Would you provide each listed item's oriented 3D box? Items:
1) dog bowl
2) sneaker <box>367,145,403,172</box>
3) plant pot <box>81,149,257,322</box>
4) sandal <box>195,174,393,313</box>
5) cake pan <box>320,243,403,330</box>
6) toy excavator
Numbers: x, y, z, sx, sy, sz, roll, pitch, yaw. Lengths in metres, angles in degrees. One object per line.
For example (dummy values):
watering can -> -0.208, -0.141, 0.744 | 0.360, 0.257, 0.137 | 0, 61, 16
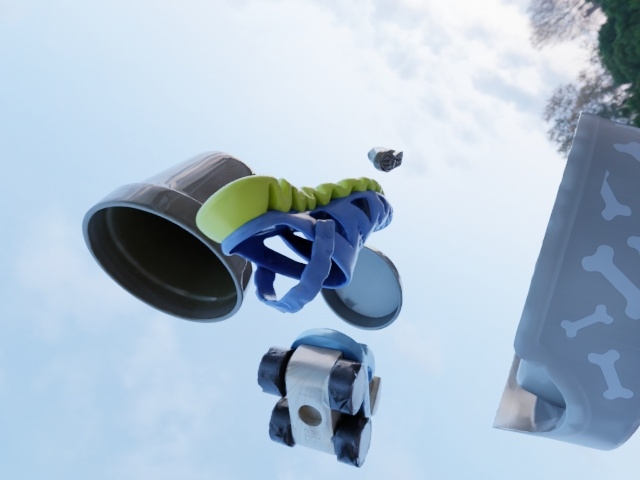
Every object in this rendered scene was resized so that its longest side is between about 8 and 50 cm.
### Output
dog bowl -> 0.282, 0.047, 0.427 | 0.349, 0.102, 0.348 | -35, -48, -50
sneaker -> 0.171, -0.238, 1.169 | 0.192, 0.086, 0.064 | -25, -54, -57
plant pot -> -0.253, -0.036, 0.837 | 0.323, 0.323, 0.280 | 37, -133, -14
sandal -> 0.000, 0.000, 0.503 | 0.317, 0.126, 0.138 | -15, -104, -51
cake pan -> 0.121, 0.133, 1.221 | 0.293, 0.293, 0.054 | 55, -139, 2
toy excavator -> 0.068, 0.381, 1.065 | 0.445, 0.223, 0.432 | -39, -52, -58
